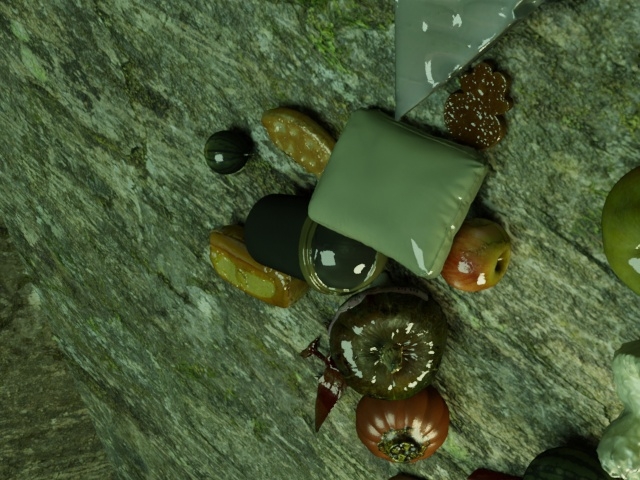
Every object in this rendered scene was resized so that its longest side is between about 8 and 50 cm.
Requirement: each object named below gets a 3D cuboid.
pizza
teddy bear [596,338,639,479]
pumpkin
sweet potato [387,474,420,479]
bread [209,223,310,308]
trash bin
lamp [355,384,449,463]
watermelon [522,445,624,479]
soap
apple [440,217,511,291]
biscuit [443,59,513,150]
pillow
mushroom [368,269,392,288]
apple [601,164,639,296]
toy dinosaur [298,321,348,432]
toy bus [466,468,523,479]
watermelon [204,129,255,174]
[{"bbox_3d":[-0.025,-0.212,1.735,0.246,0.058,0.127,32,136,23],"label":"pizza"},{"bbox_3d":[0.613,0.325,1.293,0.375,0.327,0.362,77,178,-85],"label":"teddy bear"},{"bbox_3d":[0.148,0.225,1.724,0.260,0.189,0.260,1,107,3],"label":"pumpkin"},{"bbox_3d":[0.263,0.648,2.101,0.214,0.050,0.050,3,121,38],"label":"sweet potato"},{"bbox_3d":[-0.155,0.060,2.033,0.288,0.119,0.153,25,130,32],"label":"bread"},{"bbox_3d":[0.000,0.000,1.751,0.333,0.214,0.214,16,129,45],"label":"trash bin"},{"bbox_3d":[0.190,0.418,1.878,0.223,0.197,0.223,1,127,2],"label":"lamp"},{"bbox_3d":[0.508,0.516,1.613,0.212,0.212,0.212,27,135,30],"label":"watermelon"},{"bbox_3d":[0.254,-0.318,1.292,0.257,0.159,0.302,22,134,32],"label":"soap"},{"bbox_3d":[0.284,0.026,1.524,0.146,0.146,0.147,27,135,30],"label":"apple"},{"bbox_3d":[0.282,-0.234,1.424,0.124,0.026,0.175,40,141,17],"label":"biscuit"},{"bbox_3d":[0.139,-0.098,1.523,0.322,0.119,0.255,30,98,36],"label":"pillow"},{"bbox_3d":[0.153,0.171,1.838,0.084,0.071,0.209,-2,113,41],"label":"mushroom"},{"bbox_3d":[0.545,-0.005,1.188,0.260,0.194,0.261,35,142,32],"label":"apple"},{"bbox_3d":[0.024,0.329,2.054,0.206,0.113,0.327,49,140,7],"label":"toy dinosaur"},{"bbox_3d":[0.446,0.589,1.847,0.234,0.073,0.096,-4,108,48],"label":"toy bus"},{"bbox_3d":[-0.211,-0.206,1.900,0.133,0.105,0.105,5,122,29],"label":"watermelon"}]
